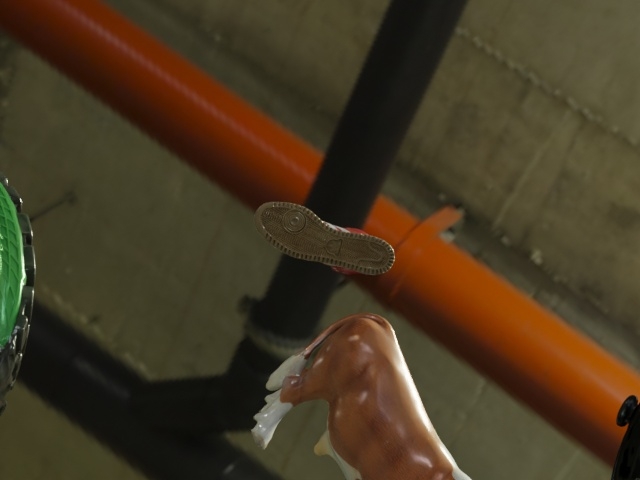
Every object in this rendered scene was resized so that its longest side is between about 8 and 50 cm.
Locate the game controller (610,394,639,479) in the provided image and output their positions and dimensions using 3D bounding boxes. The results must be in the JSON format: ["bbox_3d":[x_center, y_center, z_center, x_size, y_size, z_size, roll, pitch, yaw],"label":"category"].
[{"bbox_3d":[0.229,0.172,1.031,0.067,0.166,0.319,18,-40,19],"label":"game controller"}]

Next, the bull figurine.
[{"bbox_3d":[0.049,0.219,1.516,0.188,0.101,0.310,-27,-125,8],"label":"bull figurine"}]

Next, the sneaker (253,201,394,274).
[{"bbox_3d":[0.000,0.000,1.285,0.118,0.067,0.042,20,-92,-5],"label":"sneaker"}]

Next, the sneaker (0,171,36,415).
[{"bbox_3d":[-0.273,-0.009,0.827,0.343,0.146,0.134,40,-62,33],"label":"sneaker"}]
